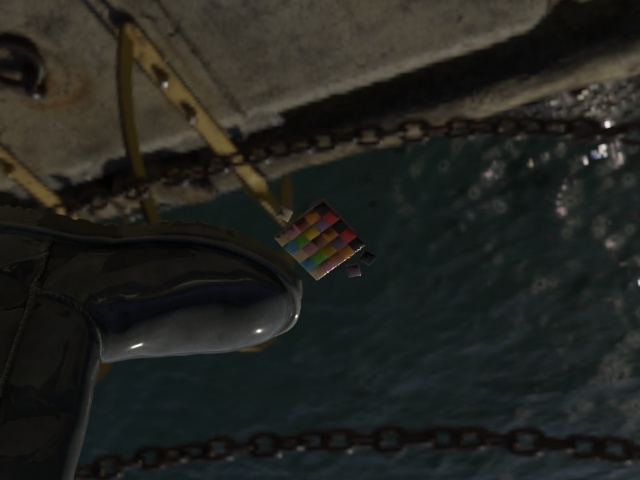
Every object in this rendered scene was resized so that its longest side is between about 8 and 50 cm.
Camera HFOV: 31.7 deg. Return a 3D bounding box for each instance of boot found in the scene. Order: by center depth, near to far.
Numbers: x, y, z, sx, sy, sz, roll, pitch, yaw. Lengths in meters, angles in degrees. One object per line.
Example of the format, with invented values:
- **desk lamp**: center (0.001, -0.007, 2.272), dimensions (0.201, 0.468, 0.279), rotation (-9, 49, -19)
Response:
- **boot**: center (-0.109, 0.079, 0.486), dimensions (0.190, 0.208, 0.076), rotation (4, 129, 1)

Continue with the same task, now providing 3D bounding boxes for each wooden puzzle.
- **wooden puzzle**: center (0.000, 0.000, 0.853), dimensions (0.049, 0.006, 0.083), rotation (-36, 112, 19)
